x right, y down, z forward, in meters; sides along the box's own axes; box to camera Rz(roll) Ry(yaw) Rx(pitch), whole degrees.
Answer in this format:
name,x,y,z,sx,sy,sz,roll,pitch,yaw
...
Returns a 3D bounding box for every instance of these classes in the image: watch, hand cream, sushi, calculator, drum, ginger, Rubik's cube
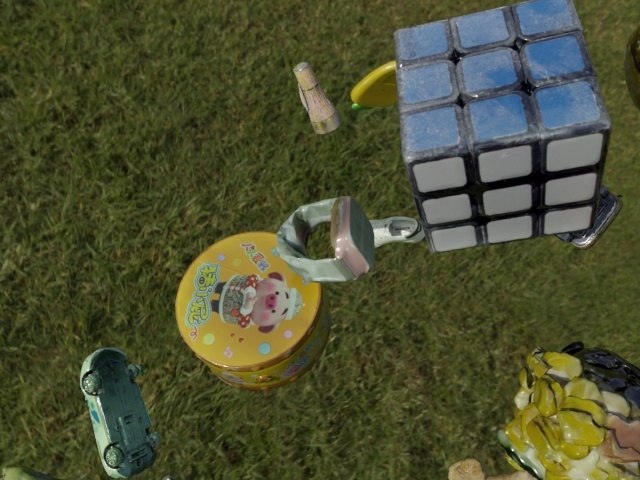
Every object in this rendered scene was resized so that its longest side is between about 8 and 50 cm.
name,x,y,z,sx,sy,sz,roll,pitch,yaw
watch,0.000,0.000,1.534,0.161,0.241,0.253,56,27,-37
hand cream,-0.013,-0.383,1.598,0.084,0.084,0.203,-55,135,-30
sushi,0.497,0.386,1.144,0.286,0.328,0.328,3,27,-26
calculator,0.159,-0.382,1.500,0.146,0.235,0.032,-3,73,-28
drum,-0.183,0.195,1.699,0.432,0.214,0.430,-4,61,7
ginger,0.413,0.606,1.407,0.221,0.276,0.130,60,20,10
Rubik's cube,0.301,-0.191,1.044,0.301,0.303,0.305,-8,56,14

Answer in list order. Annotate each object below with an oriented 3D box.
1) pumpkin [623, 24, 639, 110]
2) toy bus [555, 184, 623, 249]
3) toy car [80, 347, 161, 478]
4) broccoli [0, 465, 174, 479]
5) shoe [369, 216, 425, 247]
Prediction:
name,x,y,z,sx,sy,sz,roll,pitch,yaw
pumpkin,0.565,-0.257,0.776,0.317,0.139,0.221,-4,66,7
toy bus,0.487,-0.102,1.272,0.289,0.139,0.157,41,17,32
toy car,-0.294,0.247,0.865,0.093,0.058,0.186,-7,74,-60
broccoli,-0.364,0.428,0.967,0.304,0.165,0.145,26,54,-21
shoe,0.193,-0.032,1.874,0.265,0.110,0.095,-7,77,11
